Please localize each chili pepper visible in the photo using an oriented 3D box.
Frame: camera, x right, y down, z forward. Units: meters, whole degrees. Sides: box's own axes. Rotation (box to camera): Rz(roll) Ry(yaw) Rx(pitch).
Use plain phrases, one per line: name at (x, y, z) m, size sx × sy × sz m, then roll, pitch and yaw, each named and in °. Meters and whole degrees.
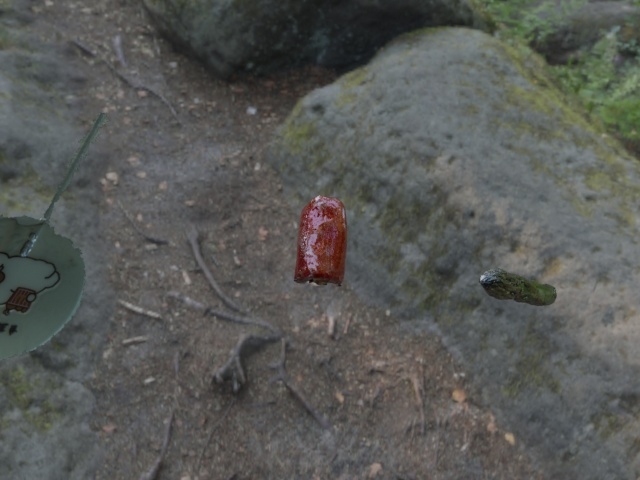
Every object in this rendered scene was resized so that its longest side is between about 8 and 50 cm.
chili pepper at (0.000, 0.000, 1.002) m, size 0.073 × 0.070 × 0.123 m, roll -5°, pitch 75°, yaw 35°

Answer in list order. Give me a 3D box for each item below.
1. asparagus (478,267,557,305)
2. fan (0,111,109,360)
asparagus at (0.201, 0.049, 0.727) m, size 0.036 × 0.030 × 0.165 m, roll 36°, pitch 13°, yaw 38°
fan at (-0.324, -0.003, 0.805) m, size 0.009 × 0.329 × 0.191 m, roll 32°, pitch 5°, yaw 41°
